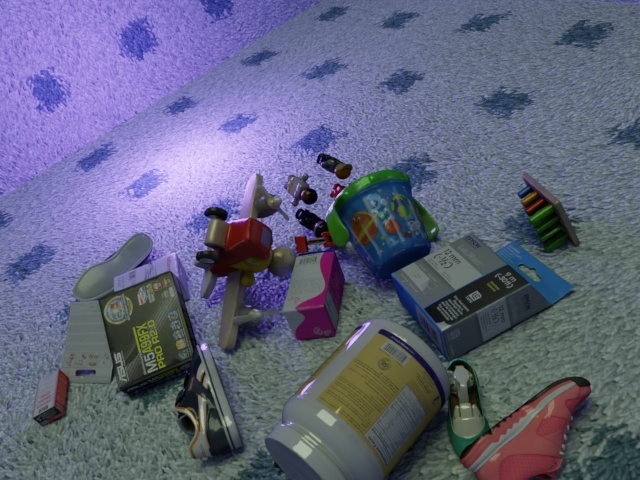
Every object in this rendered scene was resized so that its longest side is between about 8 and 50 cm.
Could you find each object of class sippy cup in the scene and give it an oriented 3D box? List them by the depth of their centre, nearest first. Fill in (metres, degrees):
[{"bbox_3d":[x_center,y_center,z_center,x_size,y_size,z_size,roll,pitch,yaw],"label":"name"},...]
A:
[{"bbox_3d":[0.173,-0.029,1.774,0.305,0.240,0.224,-23,64,-7],"label":"sippy cup"}]

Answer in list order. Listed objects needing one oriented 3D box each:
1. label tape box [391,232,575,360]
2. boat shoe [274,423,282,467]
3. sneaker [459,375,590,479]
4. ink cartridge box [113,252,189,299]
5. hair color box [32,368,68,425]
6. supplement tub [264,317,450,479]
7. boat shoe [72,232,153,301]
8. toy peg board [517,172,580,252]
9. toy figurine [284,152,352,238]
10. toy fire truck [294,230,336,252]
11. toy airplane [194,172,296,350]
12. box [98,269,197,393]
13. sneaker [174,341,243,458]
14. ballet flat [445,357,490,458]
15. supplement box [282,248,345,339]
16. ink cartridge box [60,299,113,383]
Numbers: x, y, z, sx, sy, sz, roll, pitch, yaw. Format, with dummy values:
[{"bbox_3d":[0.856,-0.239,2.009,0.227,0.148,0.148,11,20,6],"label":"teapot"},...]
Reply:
[{"bbox_3d":[0.382,0.100,1.610,0.347,0.115,0.249,-28,36,-7],"label":"label tape box"},{"bbox_3d":[-0.081,0.432,1.467,0.041,0.049,0.133,-7,42,6],"label":"boat shoe"},{"bbox_3d":[0.410,0.376,1.269,0.313,0.116,0.136,-28,68,-23],"label":"sneaker"},{"bbox_3d":[-0.509,0.143,2.033,0.208,0.087,0.153,-23,35,0],"label":"ink cartridge box"},{"bbox_3d":[-0.724,0.420,1.812,0.071,0.043,0.141,-29,35,5],"label":"hair color box"},{"bbox_3d":[0.075,0.343,1.339,0.241,0.241,0.331,20,52,43],"label":"supplement tub"},{"bbox_3d":[-0.659,0.100,2.170,0.302,0.091,0.114,-39,83,-25],"label":"boat shoe"},{"bbox_3d":[0.555,-0.062,1.704,0.079,0.161,0.161,-35,35,5],"label":"toy peg board"},{"bbox_3d":[0.016,-0.134,2.022,0.213,0.210,0.148,-34,43,-16],"label":"toy figurine"},{"bbox_3d":[0.000,0.000,1.903,0.135,0.047,0.192,-9,1,3],"label":"toy fire truck"},{"bbox_3d":[-0.203,0.052,1.842,0.272,0.387,0.384,10,25,-11],"label":"toy airplane"},{"bbox_3d":[-0.456,0.241,1.798,0.216,0.060,0.270,-21,65,-1],"label":"box"},{"bbox_3d":[-0.283,0.369,1.588,0.127,0.126,0.321,-21,37,-9],"label":"sneaker"},{"bbox_3d":[0.290,0.338,1.367,0.083,0.087,0.247,-13,37,11],"label":"ballet flat"},{"bbox_3d":[-0.014,0.139,1.762,0.111,0.114,0.220,-8,36,17],"label":"supplement box"},{"bbox_3d":[-0.636,0.286,1.908,0.188,0.066,0.233,-5,76,23],"label":"ink cartridge box"}]
